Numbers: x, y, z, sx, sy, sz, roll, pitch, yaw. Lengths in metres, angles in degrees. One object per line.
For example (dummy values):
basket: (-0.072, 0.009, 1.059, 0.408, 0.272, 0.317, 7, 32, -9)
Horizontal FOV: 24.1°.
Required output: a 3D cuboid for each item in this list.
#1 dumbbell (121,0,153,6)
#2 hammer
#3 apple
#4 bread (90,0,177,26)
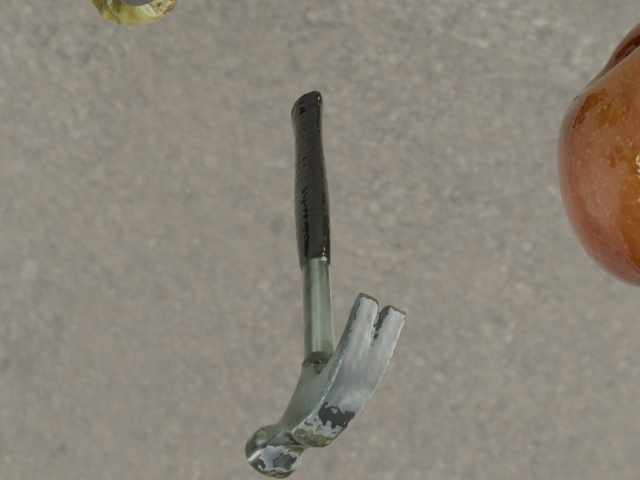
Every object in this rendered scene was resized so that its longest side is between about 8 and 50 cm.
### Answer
dumbbell: (-0.202, -0.355, 1.273, 0.388, 0.185, 0.185, 43, 83, 6)
hammer: (0.000, 0.000, 0.788, 0.029, 0.246, 0.103, 25, 130, -24)
apple: (0.245, -0.069, 0.995, 0.201, 0.201, 0.162, -36, 89, -14)
bread: (-0.181, -0.239, 1.448, 0.066, 0.110, 0.060, -54, 127, -26)
